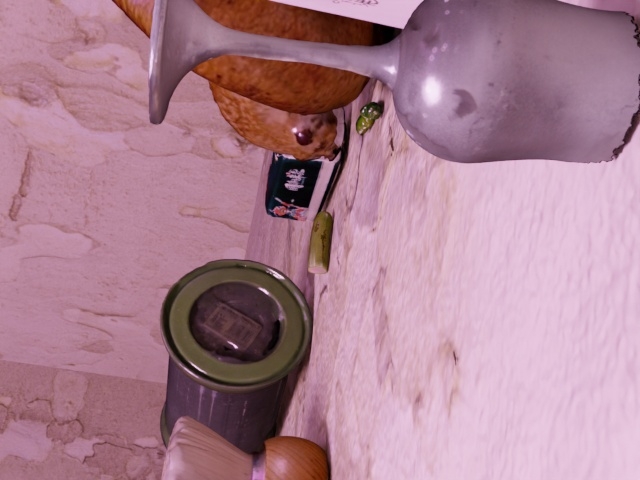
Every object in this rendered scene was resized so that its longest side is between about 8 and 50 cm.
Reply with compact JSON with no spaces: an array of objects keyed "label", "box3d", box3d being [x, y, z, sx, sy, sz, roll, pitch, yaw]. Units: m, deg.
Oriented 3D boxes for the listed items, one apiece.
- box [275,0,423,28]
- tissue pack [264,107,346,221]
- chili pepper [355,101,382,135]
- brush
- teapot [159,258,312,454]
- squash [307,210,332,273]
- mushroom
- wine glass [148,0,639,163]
[{"label":"box","box3d":[0.032,-0.298,0.647,0.116,0.203,0.274,145,134,-79]},{"label":"tissue pack","box3d":[-0.021,-0.106,1.269,0.170,0.091,0.103,115,166,-62]},{"label":"chili pepper","box3d":[0.052,-0.134,1.020,0.027,0.022,0.083,-48,1,-10]},{"label":"brush","box3d":[-0.092,0.323,0.990,0.174,0.166,0.266,-102,20,-71]},{"label":"teapot","box3d":[-0.122,0.185,1.388,0.270,0.200,0.337,-54,-13,-37]},{"label":"squash","box3d":[0.000,0.000,1.220,0.027,0.027,0.083,115,162,-65]},{"label":"mushroom","box3d":[-0.075,-0.216,0.957,0.259,0.345,0.345,-61,15,23]},{"label":"wine glass","box3d":[0.030,-0.075,0.401,0.079,0.196,0.079,-173,90,-85]}]
